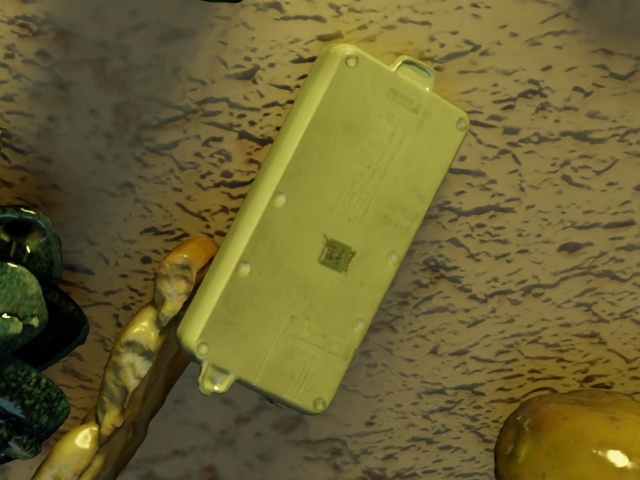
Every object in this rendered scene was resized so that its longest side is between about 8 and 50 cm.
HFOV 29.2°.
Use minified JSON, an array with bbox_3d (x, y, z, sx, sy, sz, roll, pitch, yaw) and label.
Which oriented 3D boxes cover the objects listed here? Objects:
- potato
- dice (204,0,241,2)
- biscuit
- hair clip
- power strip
[{"bbox_3d":[0.263,0.220,0.998,0.266,0.229,0.229,42,112,-15],"label":"potato"},{"bbox_3d":[-0.081,-0.223,0.726,0.128,0.131,0.120,21,117,-15],"label":"dice"},{"bbox_3d":[-0.149,0.121,0.938,0.045,0.154,0.299,34,102,8],"label":"biscuit"},{"bbox_3d":[-0.304,0.022,0.849,0.310,0.195,0.206,20,129,-16],"label":"hair clip"},{"bbox_3d":[0.003,-0.005,0.855,0.118,0.046,0.271,28,87,-20],"label":"power strip"}]
